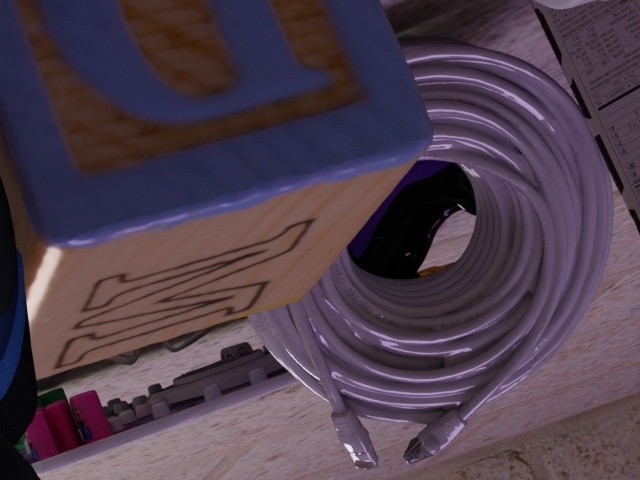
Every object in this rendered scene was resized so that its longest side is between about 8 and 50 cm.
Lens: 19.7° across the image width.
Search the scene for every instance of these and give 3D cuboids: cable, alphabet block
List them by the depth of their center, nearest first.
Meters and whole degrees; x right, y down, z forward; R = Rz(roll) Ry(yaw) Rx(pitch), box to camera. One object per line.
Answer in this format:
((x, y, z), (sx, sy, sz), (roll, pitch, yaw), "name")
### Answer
((-0.089, -0.065, 0.888), (0.193, 0.192, 0.197), (-14, 162, -23), "alphabet block")
((0.066, -0.008, 1.219), (0.257, 0.257, 0.089), (-34, -160, 0), "cable")

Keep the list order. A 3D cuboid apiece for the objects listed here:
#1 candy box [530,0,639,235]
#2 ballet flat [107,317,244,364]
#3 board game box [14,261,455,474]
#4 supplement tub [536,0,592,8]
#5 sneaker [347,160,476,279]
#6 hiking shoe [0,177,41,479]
((0.217, -0.094, 1.144), (0.071, 0.233, 0.159), (-29, 165, 27), "candy box")
((-0.146, 0.068, 1.527), (0.188, 0.070, 0.070), (-19, 165, -13), "ballet flat")
((-0.089, 0.110, 1.612), (0.390, 0.050, 0.390), (-19, 180, -13), "board game box")
((0.197, -0.216, 0.762), (0.272, 0.191, 0.191), (-19, 165, -12), "supplement tub")
((0.000, 0.000, 1.321), (0.293, 0.146, 0.102), (-28, 170, 16), "sneaker")
((-0.174, -0.022, 0.548), (0.113, 0.132, 0.304), (-24, -152, -19), "hiking shoe")
